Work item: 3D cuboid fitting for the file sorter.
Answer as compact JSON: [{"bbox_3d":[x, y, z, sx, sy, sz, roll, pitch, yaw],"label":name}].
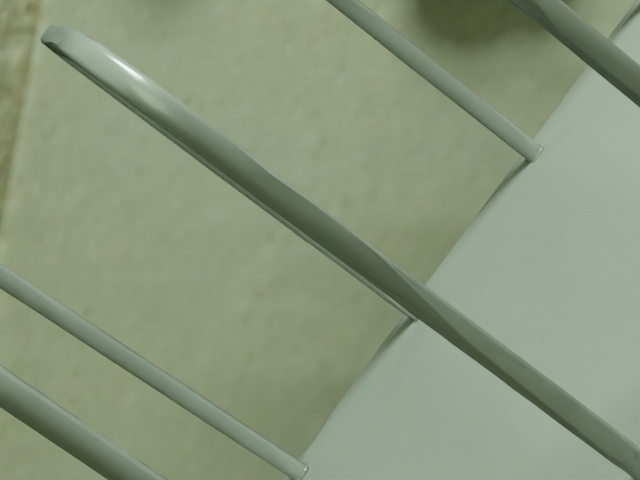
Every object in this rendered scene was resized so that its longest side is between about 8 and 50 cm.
[{"bbox_3d":[0.000,0.000,0.401,0.173,0.193,0.277,36,89,-15],"label":"file sorter"}]
